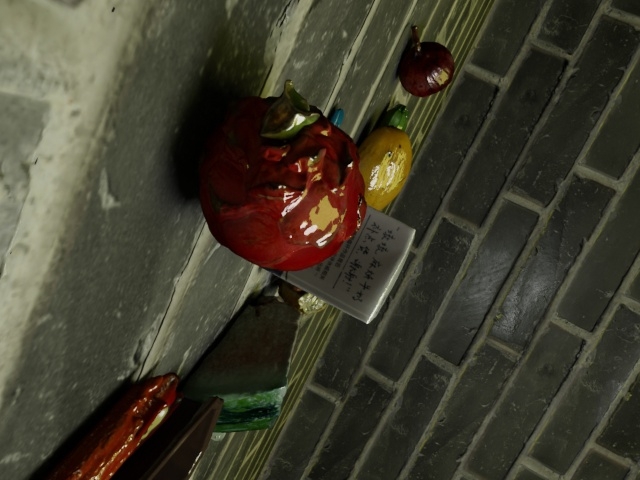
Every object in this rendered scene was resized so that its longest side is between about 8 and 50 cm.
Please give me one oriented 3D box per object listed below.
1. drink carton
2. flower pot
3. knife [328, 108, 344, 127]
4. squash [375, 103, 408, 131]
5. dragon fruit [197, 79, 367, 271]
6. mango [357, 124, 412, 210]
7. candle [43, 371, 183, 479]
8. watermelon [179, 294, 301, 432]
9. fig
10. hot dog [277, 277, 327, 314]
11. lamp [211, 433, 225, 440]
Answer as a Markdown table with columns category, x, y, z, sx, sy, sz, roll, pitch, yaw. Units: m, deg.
| category | x | y | z | sx | sy | sz | roll | pitch | yaw |
| --- | --- | --- | --- | --- | --- | --- | --- | --- | --- |
| drink carton | 0.001 | -0.001 | 0.647 | 0.134 | 0.222 | 0.102 | -62 | 169 | -1 |
| flower pot | -0.237 | 0.304 | 0.644 | 0.179 | 0.084 | 0.251 | -68 | 169 | 25 |
| knife | -0.030 | -0.089 | 0.826 | 0.297 | 0.026 | 0.044 | -63 | 158 | 5 |
| squash | 0.158 | -0.243 | 1.228 | 0.077 | 0.068 | 0.219 | 24 | 94 | -59 |
| dragon fruit | -0.036 | -0.053 | 0.487 | 0.173 | 0.172 | 0.209 | -61 | 168 | -8 |
| mango | 0.130 | -0.143 | 1.147 | 0.157 | 0.109 | 0.262 | -2 | 120 | -40 |
| candle | -0.248 | 0.246 | 0.512 | 0.302 | 0.059 | 0.084 | -50 | 149 | -52 |
| watermelon | -0.113 | 0.240 | 0.888 | 0.302 | 0.151 | 0.264 | -56 | 167 | -30 |
| fig | 0.248 | -0.405 | 1.112 | 0.128 | 0.128 | 0.150 | -55 | 170 | -35 |
| hot dog | -0.037 | 0.086 | 0.999 | 0.213 | 0.102 | 0.146 | 84 | -6 | -75 |
| lamp | -0.220 | 0.384 | 1.088 | 0.050 | 0.056 | 0.198 | -64 | -179 | -1 |
